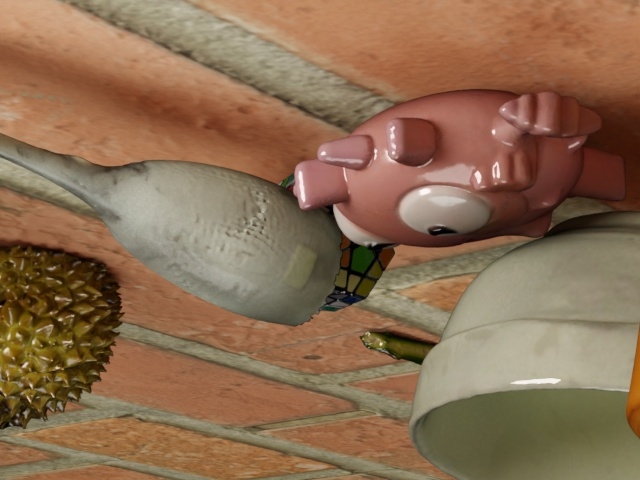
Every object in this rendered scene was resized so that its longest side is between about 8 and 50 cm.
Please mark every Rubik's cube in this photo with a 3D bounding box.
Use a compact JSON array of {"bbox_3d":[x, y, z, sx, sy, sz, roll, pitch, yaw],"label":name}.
[{"bbox_3d":[0.000,0.000,1.250,0.111,0.093,0.111,0,161,0],"label":"Rubik's cube"}]

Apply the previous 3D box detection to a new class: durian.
[{"bbox_3d":[-0.297,0.089,1.494,0.237,0.137,0.193,2,162,3],"label":"durian"}]

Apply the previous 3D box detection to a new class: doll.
[{"bbox_3d":[0.090,-0.046,1.084,0.211,0.093,0.262,3,167,-25],"label":"doll"}]

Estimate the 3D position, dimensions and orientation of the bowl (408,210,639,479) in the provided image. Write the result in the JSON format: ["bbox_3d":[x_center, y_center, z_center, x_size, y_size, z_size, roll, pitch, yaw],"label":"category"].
[{"bbox_3d":[0.223,0.086,1.157,0.307,0.163,0.307,11,160,4],"label":"bowl"}]

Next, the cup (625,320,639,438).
[{"bbox_3d":[0.249,-0.014,0.936,0.182,0.264,0.226,-1,152,37],"label":"cup"}]

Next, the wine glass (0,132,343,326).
[{"bbox_3d":[-0.096,-0.001,1.023,0.309,0.096,0.264,23,-171,-30],"label":"wine glass"}]

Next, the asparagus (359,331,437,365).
[{"bbox_3d":[0.082,0.108,1.679,0.108,0.025,0.021,17,167,-37],"label":"asparagus"}]
